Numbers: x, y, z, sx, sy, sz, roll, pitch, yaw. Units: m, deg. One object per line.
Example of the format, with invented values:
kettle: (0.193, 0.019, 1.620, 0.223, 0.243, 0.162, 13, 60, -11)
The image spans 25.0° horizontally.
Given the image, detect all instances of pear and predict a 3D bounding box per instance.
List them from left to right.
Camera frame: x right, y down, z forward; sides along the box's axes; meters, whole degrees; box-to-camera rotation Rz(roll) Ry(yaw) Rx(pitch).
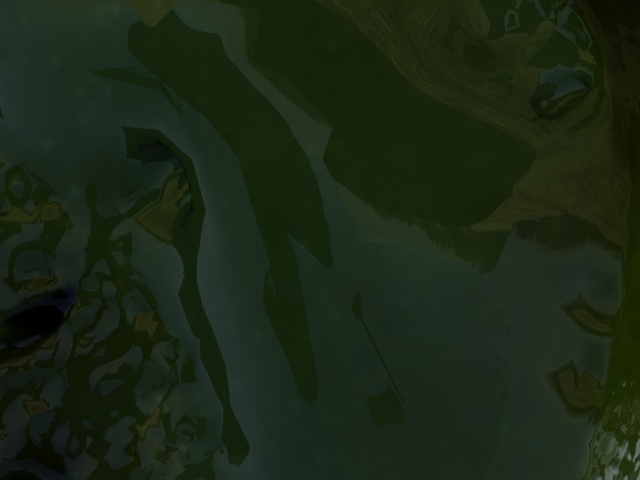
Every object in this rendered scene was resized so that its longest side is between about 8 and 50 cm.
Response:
pear: (0.000, 0.000, 0.493, 0.342, 0.318, 0.238, 54, -161, 12)
